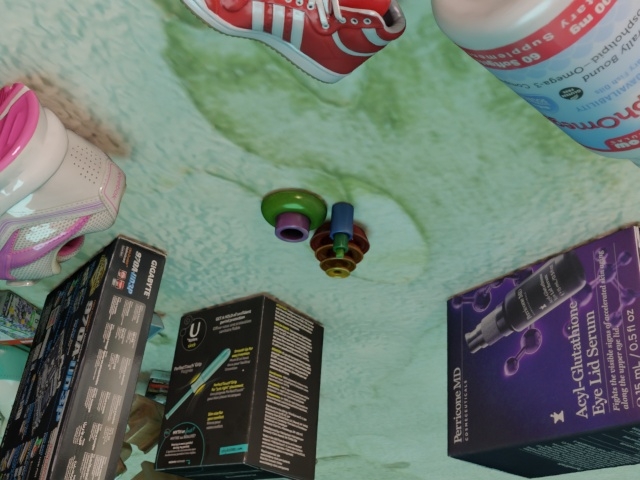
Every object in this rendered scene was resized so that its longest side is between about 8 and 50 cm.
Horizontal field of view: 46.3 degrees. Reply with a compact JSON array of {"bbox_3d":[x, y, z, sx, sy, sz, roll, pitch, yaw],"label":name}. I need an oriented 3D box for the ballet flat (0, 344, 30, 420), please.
[{"bbox_3d":[-0.340,0.190,0.924,0.083,0.087,0.247,-20,143,35],"label":"ballet flat"}]

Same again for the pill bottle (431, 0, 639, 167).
[{"bbox_3d":[0.132,-0.091,0.343,0.160,0.087,0.087,26,145,-35],"label":"pill bottle"}]

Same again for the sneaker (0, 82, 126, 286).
[{"bbox_3d":[-0.234,-0.008,0.532,0.252,0.103,0.111,-19,142,37],"label":"sneaker"}]

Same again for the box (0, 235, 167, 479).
[{"bbox_3d":[-0.216,0.125,0.650,0.051,0.220,0.175,26,144,-30],"label":"box"}]

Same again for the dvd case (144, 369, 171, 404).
[{"bbox_3d":[-0.190,0.203,1.005,0.087,0.013,0.119,11,149,-12],"label":"dvd case"}]

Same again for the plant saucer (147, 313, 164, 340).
[{"bbox_3d":[-0.239,0.110,0.837,0.067,0.018,0.192,20,147,-26],"label":"plant saucer"}]

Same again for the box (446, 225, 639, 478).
[{"bbox_3d":[0.212,0.104,0.622,0.108,0.153,0.207,23,146,-30],"label":"box"}]

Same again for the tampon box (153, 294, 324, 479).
[{"bbox_3d":[-0.076,0.154,0.745,0.120,0.161,0.101,-16,146,34],"label":"tampon box"}]

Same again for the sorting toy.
[{"bbox_3d":[0.000,0.000,0.576,0.102,0.042,0.061,28,144,-36],"label":"sorting toy"}]

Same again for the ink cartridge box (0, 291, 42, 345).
[{"bbox_3d":[-0.325,0.092,0.803,0.063,0.029,0.115,-7,149,18],"label":"ink cartridge box"}]

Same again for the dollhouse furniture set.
[{"bbox_3d":[-0.153,0.298,0.942,0.242,0.212,0.161,-40,144,4],"label":"dollhouse furniture set"}]

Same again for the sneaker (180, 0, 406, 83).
[{"bbox_3d":[-0.011,-0.120,0.357,0.118,0.042,0.067,18,153,-39],"label":"sneaker"}]

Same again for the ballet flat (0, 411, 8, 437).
[{"bbox_3d":[-0.476,0.259,1.094,0.188,0.070,0.070,8,151,-7],"label":"ballet flat"}]
